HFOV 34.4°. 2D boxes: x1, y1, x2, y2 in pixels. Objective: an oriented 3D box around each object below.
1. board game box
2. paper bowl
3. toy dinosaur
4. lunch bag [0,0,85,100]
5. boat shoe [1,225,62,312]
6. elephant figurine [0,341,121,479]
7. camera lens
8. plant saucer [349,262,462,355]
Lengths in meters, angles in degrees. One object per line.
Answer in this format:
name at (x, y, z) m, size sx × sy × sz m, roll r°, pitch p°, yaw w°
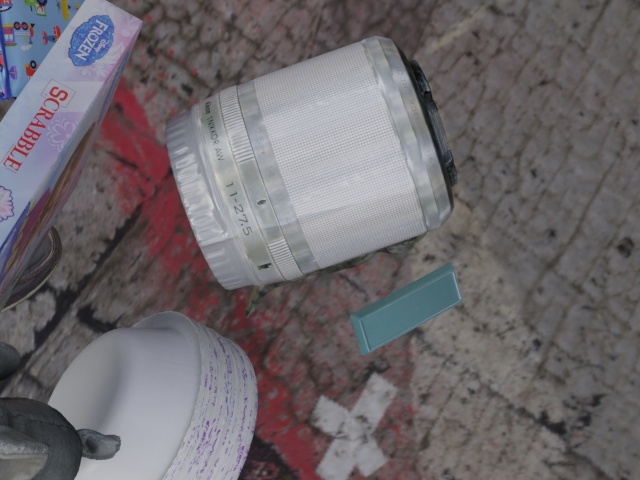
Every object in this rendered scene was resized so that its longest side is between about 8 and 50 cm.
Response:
board game box at (-0.312, -0.046, 1.075) m, size 0.066 × 0.318 × 0.318 m, roll 28°, pitch 53°, yaw -9°
paper bowl at (-0.218, 0.215, 1.198) m, size 0.148 × 0.284 × 0.284 m, roll 33°, pitch 63°, yaw -32°
toy dinosaur at (0.000, 0.000, 1.354) m, size 0.268 × 0.064 × 0.118 m, roll -23°, pitch 72°, yaw 15°
lunch bag at (-0.469, -0.371, 1.670) m, size 0.221 × 0.138 × 0.293 m, roll -8°, pitch 103°, yaw -60°
boat shoe at (-0.571, 0.065, 1.606) m, size 0.355 × 0.130 × 0.132 m, roll -27°, pitch 82°, yaw -15°
elephant figurine at (-0.314, 0.176, 0.920) m, size 0.169 × 0.239 × 0.186 m, roll 21°, pitch 58°, yaw 15°
camera lens at (-0.004, -0.083, 1.120) m, size 0.274 × 0.219 × 0.219 m, roll -19°, pitch 79°, yaw 3°
plant saucer at (0.131, 0.101, 1.514) m, size 0.192 × 0.018 × 0.067 m, roll -26°, pitch 109°, yaw -27°
